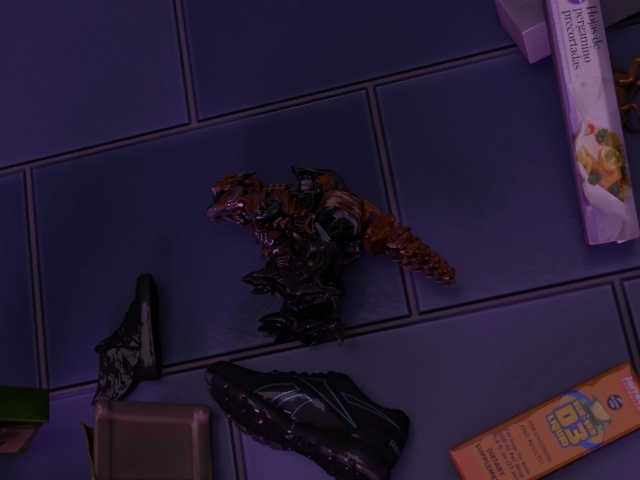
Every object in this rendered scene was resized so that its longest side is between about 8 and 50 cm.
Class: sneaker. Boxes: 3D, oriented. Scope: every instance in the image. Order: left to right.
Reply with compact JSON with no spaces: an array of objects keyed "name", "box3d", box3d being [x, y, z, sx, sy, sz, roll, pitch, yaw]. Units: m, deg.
[{"name":"sneaker","box3d":[-0.254,0.129,1.389,0.089,0.051,0.170,-8,75,5]},{"name":"sneaker","box3d":[-0.017,0.207,1.307,0.267,0.101,0.106,25,58,19]}]

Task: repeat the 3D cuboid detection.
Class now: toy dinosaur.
[{"name":"toy dinosaur","box3d":[0.000,0.000,1.333,0.321,0.164,0.218,2,55,35]},{"name":"toy dinosaur","box3d":[0.371,-0.204,1.356,0.112,0.064,0.212,-11,71,10]}]

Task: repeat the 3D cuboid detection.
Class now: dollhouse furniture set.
[{"name":"dollhouse furniture set","box3d":[-0.288,0.298,1.299,0.301,0.151,0.198,8,61,-25]}]

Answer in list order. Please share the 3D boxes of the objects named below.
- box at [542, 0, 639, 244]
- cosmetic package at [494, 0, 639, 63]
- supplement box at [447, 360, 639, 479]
[{"name":"box","box3d":[0.326,-0.156,1.299,0.063,0.067,0.324,-10,89,7]},{"name":"cosmetic package","box3d":[0.355,-0.324,1.385,0.239,0.060,0.099,-25,47,4]},{"name":"supplement box","box3d":[0.267,0.224,1.236,0.233,0.080,0.078,-27,72,0]}]
